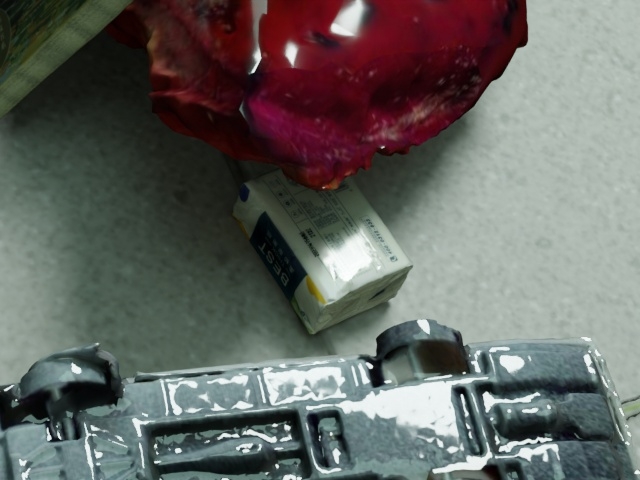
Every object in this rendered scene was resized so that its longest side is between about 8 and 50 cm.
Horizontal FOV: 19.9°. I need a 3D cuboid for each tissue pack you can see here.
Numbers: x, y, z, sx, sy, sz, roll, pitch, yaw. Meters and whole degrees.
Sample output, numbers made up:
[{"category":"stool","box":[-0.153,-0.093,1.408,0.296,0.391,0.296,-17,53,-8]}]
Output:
[{"category":"tissue pack","box":[0.000,0.000,0.955,0.062,0.042,0.083,-24,68,-31]}]

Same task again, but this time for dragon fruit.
[{"category":"dragon fruit","box":[-0.029,-0.169,0.940,0.302,0.240,0.330,3,48,10]}]

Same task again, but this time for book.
[{"category":"book","box":[-0.157,-0.187,0.961,0.024,0.160,0.228,15,50,-41]}]

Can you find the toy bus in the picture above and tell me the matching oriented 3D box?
[{"category":"toy bus","box":[-0.035,0.114,0.812,0.343,0.138,0.097,-3,58,-19]}]
